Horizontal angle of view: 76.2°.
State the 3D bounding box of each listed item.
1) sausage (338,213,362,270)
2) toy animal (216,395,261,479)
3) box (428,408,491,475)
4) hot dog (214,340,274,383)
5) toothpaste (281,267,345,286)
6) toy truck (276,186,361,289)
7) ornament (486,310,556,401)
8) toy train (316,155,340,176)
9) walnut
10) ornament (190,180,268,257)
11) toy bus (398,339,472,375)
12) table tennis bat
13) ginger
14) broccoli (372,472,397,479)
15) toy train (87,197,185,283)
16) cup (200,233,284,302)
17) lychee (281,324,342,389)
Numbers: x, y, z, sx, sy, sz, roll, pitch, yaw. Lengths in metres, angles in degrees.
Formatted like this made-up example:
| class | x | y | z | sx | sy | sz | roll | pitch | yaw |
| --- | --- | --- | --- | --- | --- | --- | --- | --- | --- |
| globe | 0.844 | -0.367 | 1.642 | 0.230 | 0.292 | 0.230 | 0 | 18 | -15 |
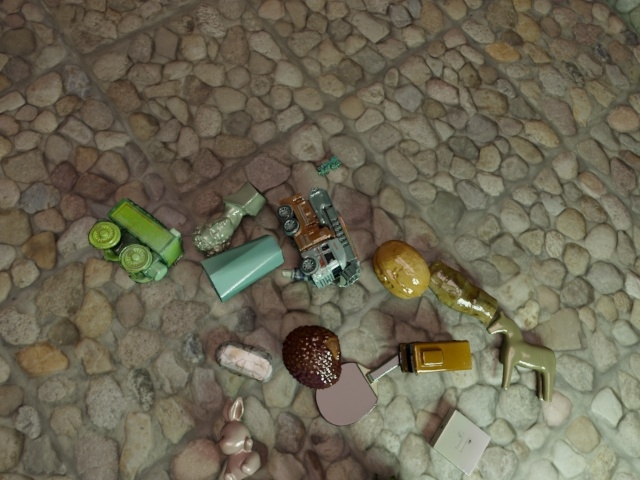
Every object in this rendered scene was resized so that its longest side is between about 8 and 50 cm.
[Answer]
| class | x | y | z | sx | sy | sz | roll | pitch | yaw |
| --- | --- | --- | --- | --- | --- | --- | --- | --- | --- |
| sausage | 0.068 | 0.001 | 1.360 | 0.071 | 0.071 | 0.235 | -18 | 76 | -10 |
| toy animal | -0.250 | 0.559 | 1.155 | 0.124 | 0.124 | 0.213 | -24 | 71 | -11 |
| box | 0.419 | 0.605 | 1.231 | 0.130 | 0.051 | 0.129 | 37 | 74 | 5 |
| hot dog | -0.232 | 0.366 | 1.241 | 0.191 | 0.053 | 0.099 | 17 | 72 | 3 |
| toothpaste | -0.022 | 0.114 | 1.341 | 0.215 | 0.037 | 0.062 | 6 | 70 | -9 |
| toy truck | 0.000 | 0.000 | 1.282 | 0.184 | 0.133 | 0.339 | -26 | 66 | -1 |
| ornament | 0.640 | 0.365 | 1.315 | 0.230 | 0.061 | 0.245 | 14 | 74 | 1 |
| toy train | 0.028 | -0.265 | 1.458 | 0.092 | 0.029 | 0.045 | -28 | 71 | -11 |
| walnut | 0.258 | 0.093 | 1.308 | 0.159 | 0.159 | 0.207 | -36 | 84 | -14 |
| ornament | -0.294 | -0.068 | 1.319 | 0.120 | 0.130 | 0.285 | 33 | 72 | 30 |
| toy bus | 0.353 | 0.358 | 1.257 | 0.200 | 0.114 | 0.098 | 1 | 75 | -13 |
| table tennis bat | 0.123 | 0.444 | 1.266 | 0.301 | 0.022 | 0.174 | -30 | 79 | -12 |
| ginger | 0.453 | 0.173 | 1.333 | 0.262 | 0.116 | 0.109 | 35 | 115 | 0 |
| broccoli | 0.178 | 0.795 | 1.078 | 0.280 | 0.348 | 0.293 | -7 | 29 | 23 |
| toy train | -0.566 | 0.005 | 1.262 | 0.271 | 0.159 | 0.188 | 36 | 68 | 6 |
| cup | -0.237 | 0.077 | 1.280 | 0.235 | 0.134 | 0.148 | -29 | 51 | -17 |
| lychee | -0.029 | 0.342 | 1.207 | 0.187 | 0.188 | 0.189 | 1 | 74 | -5 |
